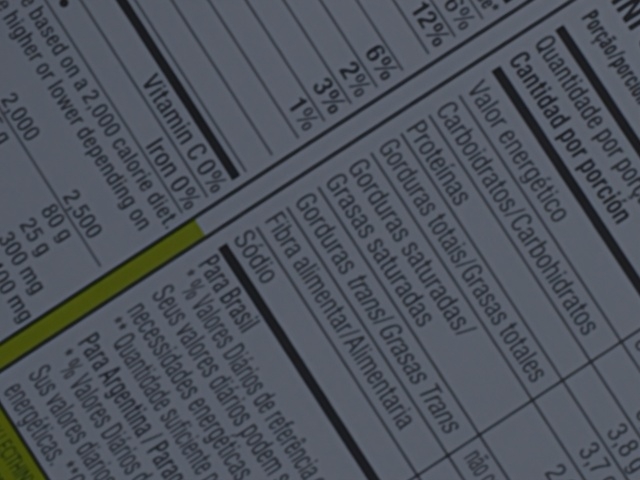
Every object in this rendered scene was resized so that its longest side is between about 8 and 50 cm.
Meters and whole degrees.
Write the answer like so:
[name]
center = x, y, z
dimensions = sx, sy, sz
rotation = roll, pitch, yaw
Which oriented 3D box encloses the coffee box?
[coffee box]
center = -0.013, 0.017, 0.590
dimensions = 0.334, 0.338, 0.337
rotation = -33, 177, -1
